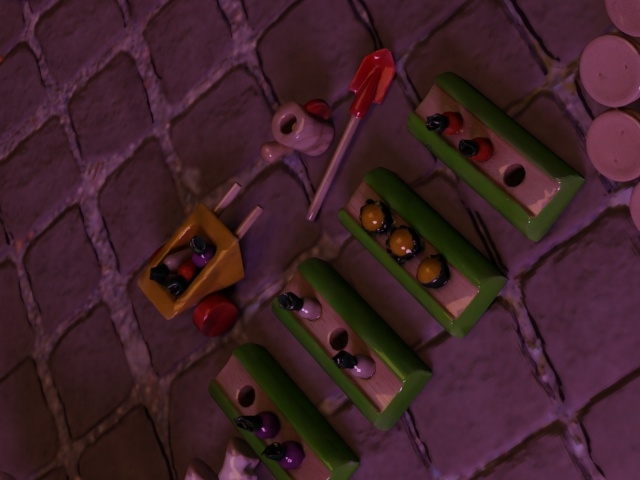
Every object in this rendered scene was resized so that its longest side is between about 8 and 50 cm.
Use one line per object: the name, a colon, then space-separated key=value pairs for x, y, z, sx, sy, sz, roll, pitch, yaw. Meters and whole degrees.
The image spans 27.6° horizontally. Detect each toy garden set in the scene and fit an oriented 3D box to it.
toy garden set: x=0.000 y=0.000 z=0.754 sx=0.244 sy=0.049 sz=0.204 roll=-54 pitch=52 yaw=13

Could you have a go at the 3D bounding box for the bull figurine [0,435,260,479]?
bull figurine: x=-0.092 y=0.224 z=0.729 sx=0.188 sy=0.101 sz=0.310 roll=-49 pitch=53 yaw=14

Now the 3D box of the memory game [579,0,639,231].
memory game: x=0.198 y=-0.063 z=0.586 sx=0.186 sy=0.012 sz=0.186 roll=20 pitch=120 yaw=39
